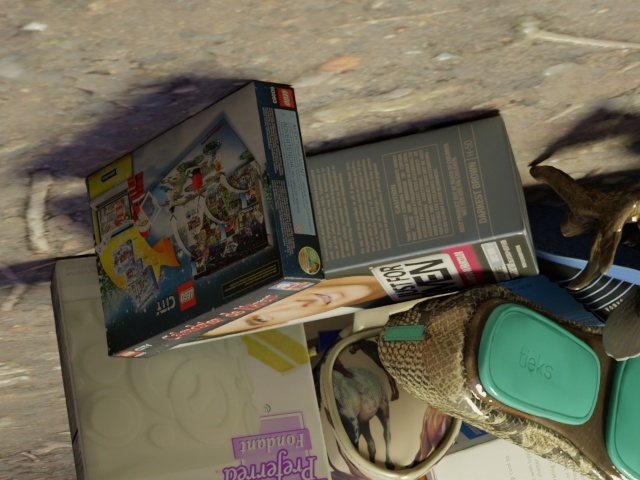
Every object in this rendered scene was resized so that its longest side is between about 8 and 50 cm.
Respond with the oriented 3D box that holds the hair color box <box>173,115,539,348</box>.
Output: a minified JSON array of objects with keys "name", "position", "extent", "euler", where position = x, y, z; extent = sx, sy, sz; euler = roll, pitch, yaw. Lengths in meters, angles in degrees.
[{"name":"hair color box","position":[0.000,0.000,1.644],"extent":[0.374,0.114,0.185],"euler":[-11,165,8]}]

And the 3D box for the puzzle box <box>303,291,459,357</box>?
[{"name":"puzzle box","position":[0.045,0.114,2.211],"extent":[0.409,0.052,0.272],"euler":[-21,161,35]}]

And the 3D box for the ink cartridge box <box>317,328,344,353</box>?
[{"name":"ink cartridge box","position":[0.102,0.130,2.122],"extent":[0.208,0.045,0.206],"euler":[-8,165,0]}]

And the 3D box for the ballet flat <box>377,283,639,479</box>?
[{"name":"ballet flat","position":[0.243,0.156,1.810],"extent":[0.483,0.164,0.182],"euler":[25,163,-39]}]

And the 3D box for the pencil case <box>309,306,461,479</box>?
[{"name":"pencil case","position":[0.011,0.190,1.996],"extent":[0.160,0.183,0.410],"euler":[4,167,-20]}]

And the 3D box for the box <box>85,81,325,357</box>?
[{"name":"box","position":[-0.098,-0.011,1.451],"extent":[0.044,0.159,0.233],"euler":[4,160,-42]}]

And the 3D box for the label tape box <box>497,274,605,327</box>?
[{"name":"label tape box","position":[0.343,0.046,2.039],"extent":[0.249,0.115,0.347],"euler":[-15,168,21]}]

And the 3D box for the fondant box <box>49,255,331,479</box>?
[{"name":"fondant box","position":[-0.126,0.174,1.784],"extent":[0.238,0.330,0.096],"euler":[-6,165,-15]}]

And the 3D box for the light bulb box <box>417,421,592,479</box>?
[{"name":"light bulb box","position":[0.259,0.268,2.247],"extent":[0.361,0.225,0.358],"euler":[-17,-167,-14]}]

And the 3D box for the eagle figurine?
[{"name":"eagle figurine","position":[0.380,-0.024,1.667],"extent":[0.298,0.226,0.225],"euler":[2,141,-22]}]

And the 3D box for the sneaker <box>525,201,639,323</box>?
[{"name":"sneaker","position":[0.270,0.034,1.819],"extent":[0.232,0.081,0.090],"euler":[18,131,12]}]
